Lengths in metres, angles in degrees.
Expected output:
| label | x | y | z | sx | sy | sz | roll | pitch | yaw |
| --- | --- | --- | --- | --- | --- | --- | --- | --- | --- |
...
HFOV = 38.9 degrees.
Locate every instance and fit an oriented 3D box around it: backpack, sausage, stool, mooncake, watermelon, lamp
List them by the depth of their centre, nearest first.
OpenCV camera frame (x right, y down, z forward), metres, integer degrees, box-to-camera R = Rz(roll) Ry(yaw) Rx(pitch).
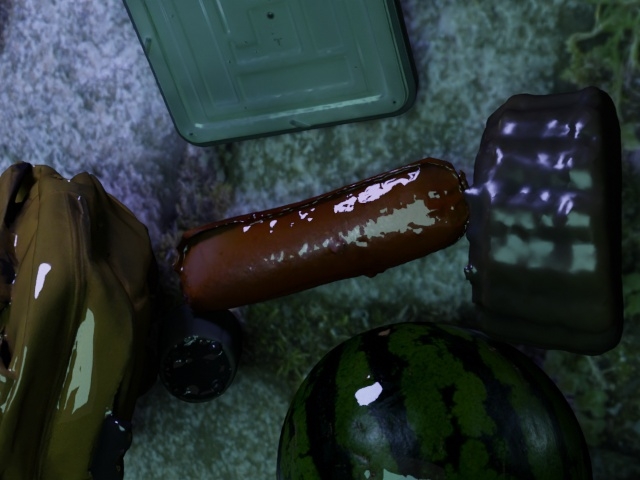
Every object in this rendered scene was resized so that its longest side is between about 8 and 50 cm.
| label | x | y | z | sx | sy | sz | roll | pitch | yaw |
| --- | --- | --- | --- | --- | --- | --- | --- | --- | --- |
| mooncake | 0.194 | -0.016 | 0.777 | 0.124 | 0.228 | 0.228 | 0 | 99 | 22 |
| watermelon | 0.101 | 0.215 | 0.821 | 0.285 | 0.285 | 0.285 | 4 | 100 | 21 |
| lamp | -0.058 | -0.227 | 0.879 | 0.268 | 0.047 | 0.267 | -7 | 123 | 20 |
| backpack | -0.268 | 0.110 | 0.919 | 0.201 | 0.378 | 0.354 | 8 | 114 | -20 |
| sausage | 0.000 | 0.000 | 0.924 | 0.330 | 0.102 | 0.102 | -15 | 93 | 22 |
| stool | -0.132 | 0.121 | 0.982 | 0.096 | 0.110 | 0.096 | -1 | 105 | -5 |
